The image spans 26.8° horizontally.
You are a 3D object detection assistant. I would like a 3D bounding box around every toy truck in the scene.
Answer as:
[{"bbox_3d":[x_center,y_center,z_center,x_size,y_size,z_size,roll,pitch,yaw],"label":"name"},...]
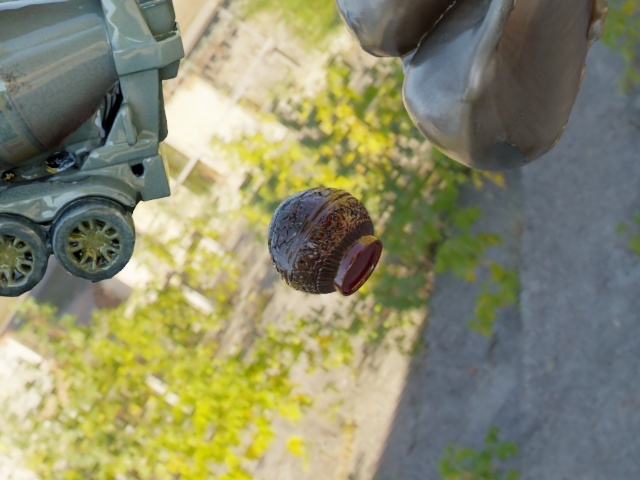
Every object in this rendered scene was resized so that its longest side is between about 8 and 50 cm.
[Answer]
[{"bbox_3d":[-0.191,-0.049,0.685,0.108,0.257,0.140,-108,9,-67],"label":"toy truck"}]

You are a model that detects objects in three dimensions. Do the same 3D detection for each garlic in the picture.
[{"bbox_3d":[0.121,-0.178,0.885,0.237,0.210,0.292,-48,-6,39],"label":"garlic"}]

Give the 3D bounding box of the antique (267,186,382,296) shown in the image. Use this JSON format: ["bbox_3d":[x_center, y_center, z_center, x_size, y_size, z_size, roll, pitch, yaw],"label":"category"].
[{"bbox_3d":[0.000,0.000,1.192,0.104,0.104,0.104,-51,15,19],"label":"antique"}]

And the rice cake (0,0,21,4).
[{"bbox_3d":[-0.278,-0.191,1.111,0.206,0.069,0.063,-26,45,35],"label":"rice cake"}]
